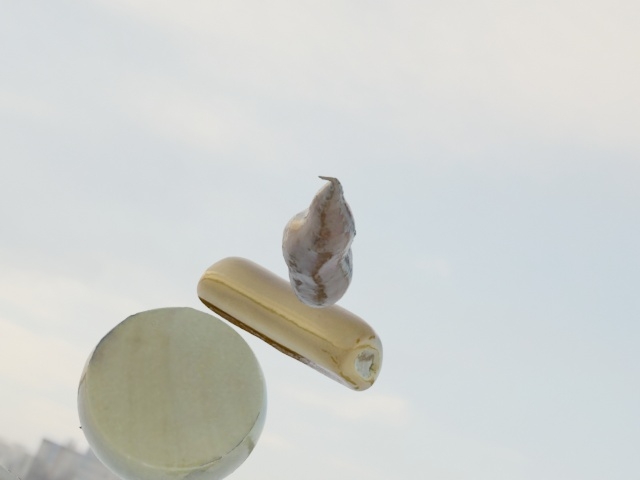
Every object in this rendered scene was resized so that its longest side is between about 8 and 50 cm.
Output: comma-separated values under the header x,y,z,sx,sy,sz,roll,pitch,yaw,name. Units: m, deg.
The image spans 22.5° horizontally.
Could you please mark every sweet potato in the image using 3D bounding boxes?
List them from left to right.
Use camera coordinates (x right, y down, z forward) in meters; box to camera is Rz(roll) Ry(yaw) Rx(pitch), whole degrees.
x,y,z,sx,sy,sz,roll,pitch,yaw,name
0.000,0.000,1.138,0.056,0.056,0.195,21,-23,5,sweet potato

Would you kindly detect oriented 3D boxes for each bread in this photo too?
x,y,z,sx,sy,sz,roll,pitch,yaw,name
-0.033,0.084,1.758,0.239,0.074,0.092,26,-10,36,bread

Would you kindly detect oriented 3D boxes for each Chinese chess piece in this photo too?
x,y,z,sx,sy,sz,roll,pitch,yaw,name
-0.194,0.210,2.112,0.251,0.250,0.097,21,-32,3,Chinese chess piece

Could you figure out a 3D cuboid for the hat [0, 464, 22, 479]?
x,y,z,sx,sy,sz,roll,pitch,yaw,name
-0.283,0.252,1.431,0.144,0.166,0.173,-3,-51,31,hat
